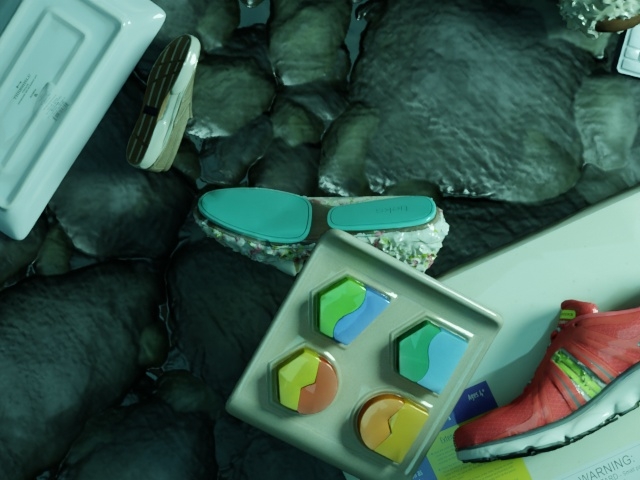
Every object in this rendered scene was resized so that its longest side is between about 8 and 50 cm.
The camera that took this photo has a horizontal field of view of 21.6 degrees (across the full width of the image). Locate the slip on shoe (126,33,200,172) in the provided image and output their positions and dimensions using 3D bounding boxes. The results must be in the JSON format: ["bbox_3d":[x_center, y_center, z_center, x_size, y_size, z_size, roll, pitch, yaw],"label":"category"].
[{"bbox_3d":[-0.140,-0.128,1.586,0.041,0.051,0.135,17,94,-39],"label":"slip on shoe"}]

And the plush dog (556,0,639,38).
[{"bbox_3d":[0.207,-0.321,1.454,0.225,0.262,0.210,5,67,-6],"label":"plush dog"}]

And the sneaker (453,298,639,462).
[{"bbox_3d":[0.238,0.115,1.534,0.279,0.107,0.118,-29,78,5],"label":"sneaker"}]

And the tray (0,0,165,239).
[{"bbox_3d":[-0.278,-0.143,1.597,0.145,0.030,0.270,33,101,-3],"label":"tray"}]

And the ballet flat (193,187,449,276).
[{"bbox_3d":[0.000,0.000,1.580,0.241,0.091,0.077,3,129,8],"label":"ballet flat"}]

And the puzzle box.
[{"bbox_3d":[0.203,0.138,1.601,0.409,0.052,0.272,-24,98,8],"label":"puzzle box"}]

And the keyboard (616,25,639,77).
[{"bbox_3d":[0.341,-0.270,1.537,0.072,0.014,0.256,15,101,1],"label":"keyboard"}]

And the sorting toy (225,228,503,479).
[{"bbox_3d":[0.041,0.117,1.548,0.193,0.038,0.208,28,102,-12],"label":"sorting toy"}]
